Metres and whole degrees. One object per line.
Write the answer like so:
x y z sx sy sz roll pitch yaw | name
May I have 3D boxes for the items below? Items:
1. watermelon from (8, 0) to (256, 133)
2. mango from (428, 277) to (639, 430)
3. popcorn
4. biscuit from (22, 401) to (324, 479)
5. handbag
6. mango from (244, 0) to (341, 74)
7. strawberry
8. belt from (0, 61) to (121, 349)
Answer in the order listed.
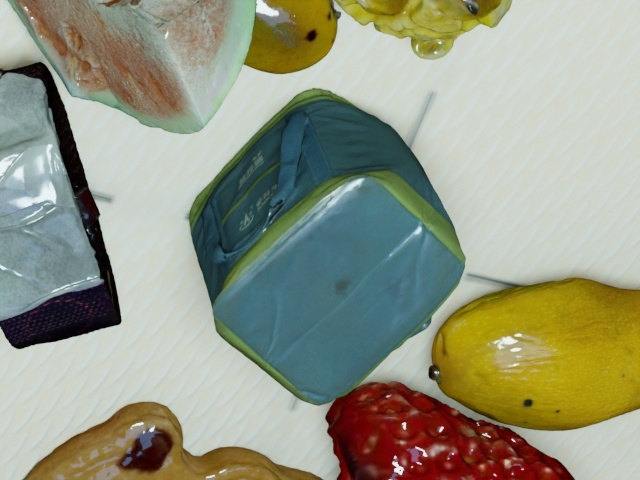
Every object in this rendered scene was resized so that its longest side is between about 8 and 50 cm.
-0.189 -0.233 1.671 0.180 0.305 0.224 12 100 -51 | watermelon
0.296 0.131 2.022 0.359 0.144 0.187 2 119 -17 | mango
0.100 -0.270 1.770 0.194 0.163 0.140 16 79 10 | popcorn
-0.162 0.390 2.100 0.455 0.078 0.350 27 112 -24 | biscuit
0.000 0.000 1.828 0.222 0.241 0.263 37 103 -26 | handbag
-0.067 -0.231 1.779 0.178 0.090 0.115 18 122 -12 | mango
0.147 0.301 2.010 0.295 0.317 0.345 -26 101 17 | strawberry
-0.307 -0.029 1.777 0.164 0.184 0.289 -14 114 0 | belt
